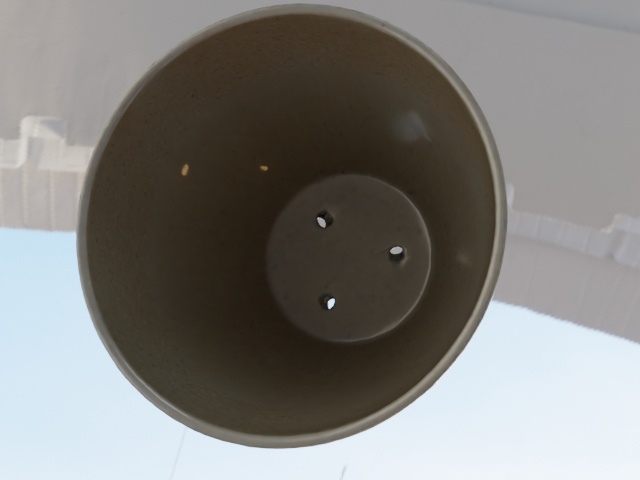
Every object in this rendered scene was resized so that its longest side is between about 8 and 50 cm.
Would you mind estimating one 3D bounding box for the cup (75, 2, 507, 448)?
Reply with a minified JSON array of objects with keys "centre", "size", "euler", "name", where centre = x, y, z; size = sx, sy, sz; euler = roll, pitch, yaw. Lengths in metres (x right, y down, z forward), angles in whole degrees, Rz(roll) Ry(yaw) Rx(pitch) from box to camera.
[{"centre":[0.000,0.000,0.810],"size":[0.331,0.237,0.331],"euler":[-2,-99,15],"name":"cup"}]
